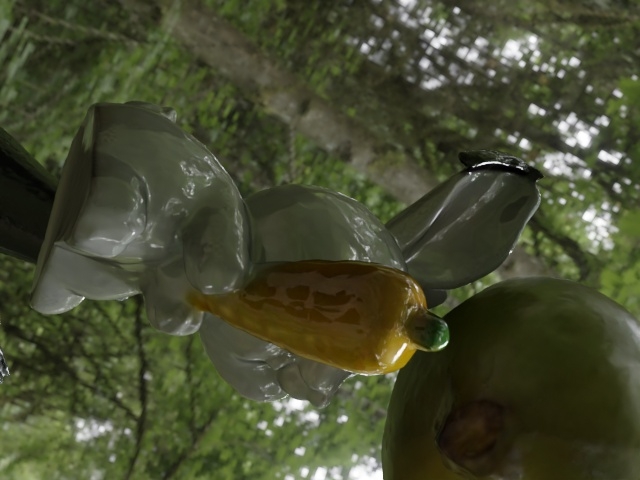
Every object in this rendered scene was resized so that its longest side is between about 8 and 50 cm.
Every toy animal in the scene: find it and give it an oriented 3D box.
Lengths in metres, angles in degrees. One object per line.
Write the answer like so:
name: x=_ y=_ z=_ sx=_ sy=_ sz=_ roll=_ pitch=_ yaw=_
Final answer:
toy animal: x=0.000 y=0.000 z=0.396 sx=0.131 sy=0.182 sz=0.127 roll=-41 pitch=-145 yaw=55

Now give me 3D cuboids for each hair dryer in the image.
hair dryer: x=-0.185 y=0.024 z=0.639 sx=0.075 sy=0.196 sz=0.219 roll=-49 pitch=160 yaw=-37

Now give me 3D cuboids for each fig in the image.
fig: x=0.087 y=0.085 z=0.441 sx=0.136 sy=0.153 sz=0.121 roll=16 pitch=-136 yaw=37
